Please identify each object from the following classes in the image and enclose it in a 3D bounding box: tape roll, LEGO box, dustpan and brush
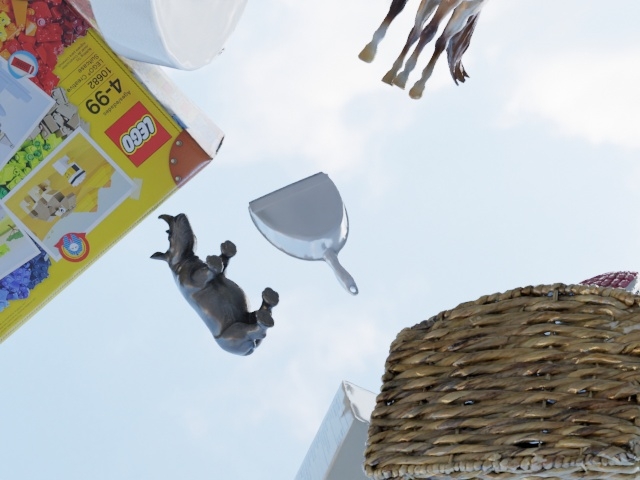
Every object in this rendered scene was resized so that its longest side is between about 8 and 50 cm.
[{"bbox_3d":[-0.133,-0.370,1.450,0.072,0.392,0.392,14,-142,12],"label":"tape roll"},{"bbox_3d":[-0.448,-0.109,1.985,0.500,0.372,0.193,-40,-170,13],"label":"LEGO box"},{"bbox_3d":[0.000,0.000,2.117,0.147,0.060,0.211,-24,-130,-20],"label":"dustpan and brush"}]

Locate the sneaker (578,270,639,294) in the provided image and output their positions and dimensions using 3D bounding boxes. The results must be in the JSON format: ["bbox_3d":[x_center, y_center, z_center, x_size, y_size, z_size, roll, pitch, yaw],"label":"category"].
[{"bbox_3d":[0.359,0.158,1.894,0.121,0.112,0.299,-13,-145,51],"label":"sneaker"}]

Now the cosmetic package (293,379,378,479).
[{"bbox_3d":[0.017,0.351,1.752,0.113,0.309,0.160,25,-170,-10],"label":"cosmetic package"}]

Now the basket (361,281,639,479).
[{"bbox_3d":[0.228,0.184,1.366,0.299,0.223,0.213,-11,-132,33],"label":"basket"}]

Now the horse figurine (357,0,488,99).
[{"bbox_3d":[0.106,-0.198,1.128,0.066,0.174,0.263,33,-175,9],"label":"horse figurine"}]

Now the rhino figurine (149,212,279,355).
[{"bbox_3d":[-0.150,0.054,1.873,0.073,0.106,0.243,-20,-119,-46],"label":"rhino figurine"}]
